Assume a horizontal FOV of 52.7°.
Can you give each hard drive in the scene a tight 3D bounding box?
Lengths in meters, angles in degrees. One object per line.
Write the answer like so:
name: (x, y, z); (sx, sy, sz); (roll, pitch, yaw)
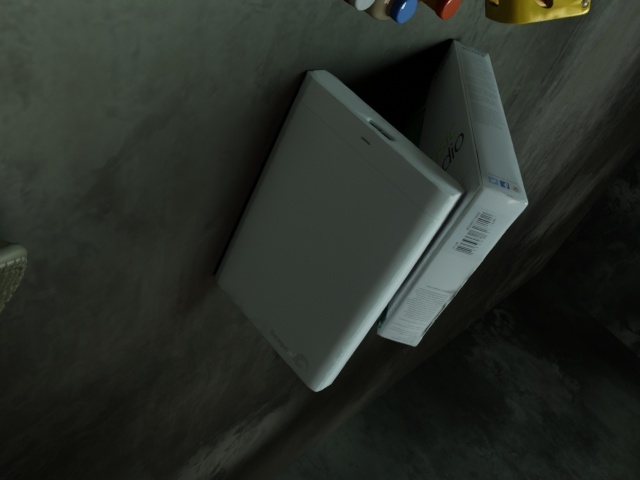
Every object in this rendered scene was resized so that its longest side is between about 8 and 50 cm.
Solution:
hard drive: (0.000, 0.000, 0.719); (0.040, 0.203, 0.308); (-20, 148, -48)

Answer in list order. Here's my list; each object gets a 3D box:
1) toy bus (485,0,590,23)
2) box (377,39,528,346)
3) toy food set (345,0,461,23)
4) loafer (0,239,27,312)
toy bus: (0.210, -0.317, 0.643); (0.104, 0.202, 0.191); (-10, 161, -3)
box: (0.138, -0.068, 0.778); (0.322, 0.058, 0.232); (-82, -165, -50)
toy food set: (0.035, -0.242, 0.479); (0.111, 0.104, 0.232); (-43, 158, -3)
loafer: (-0.310, 0.043, 0.417); (0.102, 0.092, 0.268); (-53, 172, 26)
